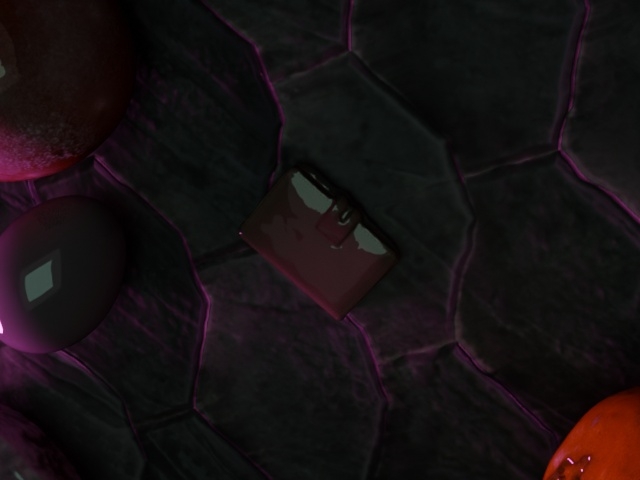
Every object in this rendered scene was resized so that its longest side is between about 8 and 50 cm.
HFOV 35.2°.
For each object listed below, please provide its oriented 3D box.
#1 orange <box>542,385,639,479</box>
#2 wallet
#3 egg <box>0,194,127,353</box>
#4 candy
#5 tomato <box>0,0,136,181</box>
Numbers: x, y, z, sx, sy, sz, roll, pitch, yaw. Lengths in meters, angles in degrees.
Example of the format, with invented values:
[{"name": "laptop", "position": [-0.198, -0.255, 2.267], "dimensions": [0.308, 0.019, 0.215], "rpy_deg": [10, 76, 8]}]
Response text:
[{"name": "orange", "position": [0.336, 0.281, 0.900], "dimensions": [0.312, 0.312, 0.312], "rpy_deg": [5, 107, 17]}, {"name": "wallet", "position": [0.000, 0.000, 1.071], "dimensions": [0.152, 0.039, 0.118], "rpy_deg": [44, 116, -1]}, {"name": "egg", "position": [-0.295, 0.038, 1.121], "dimensions": [0.146, 0.146, 0.199], "rpy_deg": [43, 107, 3]}, {"name": "candy", "position": [-0.405, 0.328, 1.239], "dimensions": [0.214, 0.157, 0.289], "rpy_deg": [-45, 81, 10]}, {"name": "tomato", "position": [-0.331, -0.190, 1.025], "dimensions": [0.270, 0.227, 0.270], "rpy_deg": [5, 104, 19]}]
